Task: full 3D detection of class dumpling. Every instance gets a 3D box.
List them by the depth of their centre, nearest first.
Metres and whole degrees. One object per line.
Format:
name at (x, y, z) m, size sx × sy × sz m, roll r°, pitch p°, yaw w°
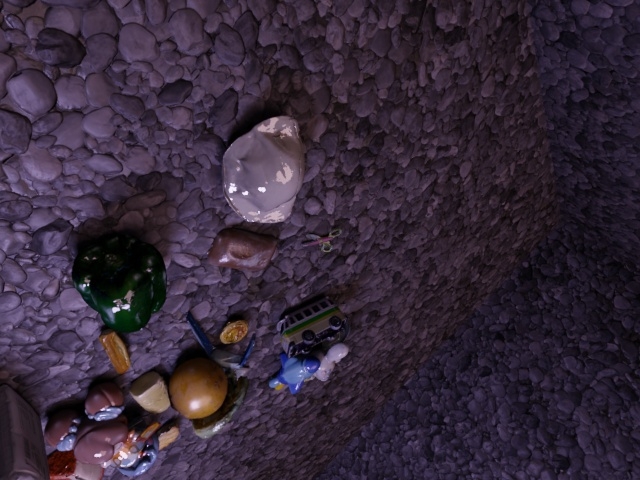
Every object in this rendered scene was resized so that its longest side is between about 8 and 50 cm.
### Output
dumpling at (-0.178, -0.214, 1.358) m, size 0.260 × 0.181 × 0.341 m, roll -10°, pitch 151°, yaw -23°

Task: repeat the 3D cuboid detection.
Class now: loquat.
loquat at (-0.483, 0.584, 1.708) m, size 0.235 × 0.235 × 0.235 m, roll -23°, pitch 135°, yaw -25°

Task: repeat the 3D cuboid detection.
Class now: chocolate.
chocolate at (-0.269, 0.049, 1.566) m, size 0.261 × 0.083 × 0.161 m, roll 8°, pitch 116°, yaw -43°

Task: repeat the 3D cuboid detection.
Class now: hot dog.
hot dog at (-0.710, 0.380, 1.501) m, size 0.066 × 0.047 × 0.215 m, roll -36°, pitch 141°, yaw -33°

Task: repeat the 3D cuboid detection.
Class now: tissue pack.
tissue pack at (-0.953, 0.658, 1.287) m, size 0.194 × 0.356 × 0.266 m, roll -24°, pitch 135°, yaw -23°

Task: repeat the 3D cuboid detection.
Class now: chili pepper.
chili pepper at (-0.572, 0.131, 1.269) m, size 0.233 × 0.249 × 0.256 m, roll -33°, pitch 150°, yaw -33°

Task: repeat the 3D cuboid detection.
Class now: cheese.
cheese at (-0.655, 0.599, 1.694) m, size 0.123 × 0.094 × 0.167 m, roll -27°, pitch 137°, yaw -17°

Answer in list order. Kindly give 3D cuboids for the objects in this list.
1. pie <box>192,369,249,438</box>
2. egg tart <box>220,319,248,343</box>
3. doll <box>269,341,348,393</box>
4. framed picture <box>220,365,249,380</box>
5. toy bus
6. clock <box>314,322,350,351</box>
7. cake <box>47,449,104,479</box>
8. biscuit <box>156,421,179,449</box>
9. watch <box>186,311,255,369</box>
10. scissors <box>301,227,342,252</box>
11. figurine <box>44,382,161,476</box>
pie at (-0.421, 0.681, 1.811) m, size 0.302 × 0.302 × 0.067 m, roll -42°, pitch 112°, yaw -4°
egg tart at (-0.358, 0.368, 1.782) m, size 0.130 × 0.052 × 0.130 m, roll -23°, pitch 137°, yaw -23°
doll at (-0.061, 0.641, 2.135) m, size 0.366 × 0.187 × 0.375 m, roll -9°, pitch 129°, yaw -23°
framed picture at (-0.480, 0.626, 1.925) m, size 0.213 × 0.016 × 0.289 m, roll -51°, pitch 140°, yaw 7°
toy bus at (-0.048, 0.388, 1.964) m, size 0.306 × 0.179 × 0.143 m, roll -23°, pitch 151°, yaw -25°
clock at (0.059, 0.493, 2.249) m, size 0.215 × 0.042 × 0.214 m, roll -23°, pitch 135°, yaw -25°
cake at (-0.981, 0.851, 1.668) m, size 0.262 × 0.159 × 0.158 m, roll -10°, pitch 140°, yaw 12°
biscuit at (-0.703, 0.867, 1.907) m, size 0.183 × 0.061 × 0.118 m, roll -33°, pitch 140°, yaw -11°
watch at (-0.407, 0.407, 1.705) m, size 0.277 × 0.068 × 0.274 m, roll 21°, pitch 140°, yaw -4°
scissors at (0.000, 0.000, 1.799) m, size 0.187 × 0.020 × 0.133 m, roll 1°, pitch 127°, yaw -42°
figurine at (-0.777, 0.720, 1.612) m, size 0.277 × 0.248 × 0.388 m, roll -37°, pitch 149°, yaw -13°
